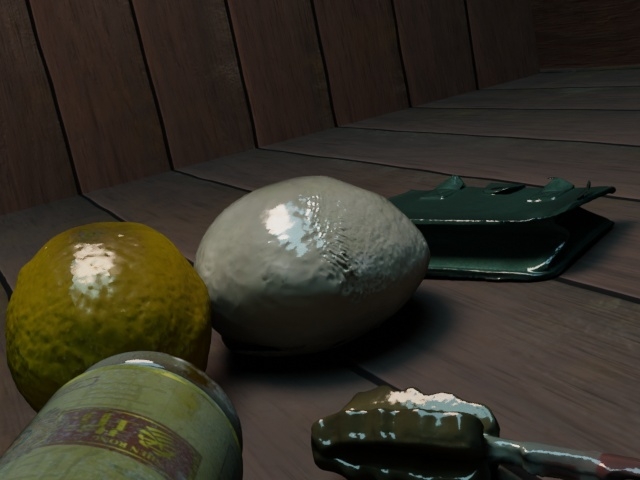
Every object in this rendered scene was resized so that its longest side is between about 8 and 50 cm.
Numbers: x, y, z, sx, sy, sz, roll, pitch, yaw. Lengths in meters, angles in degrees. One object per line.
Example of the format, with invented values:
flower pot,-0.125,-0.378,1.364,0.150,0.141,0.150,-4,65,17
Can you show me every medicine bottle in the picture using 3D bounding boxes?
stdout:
medicine bottle,-0.136,0.186,0.478,0.151,0.151,0.322,-10,14,7

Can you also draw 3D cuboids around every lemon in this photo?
lemon,-0.207,0.085,0.838,0.204,0.204,0.260,-14,28,-8

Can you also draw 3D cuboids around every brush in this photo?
brush,0.139,0.149,0.593,0.301,0.071,0.084,2,16,28

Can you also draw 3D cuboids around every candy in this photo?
candy,-0.011,0.017,0.963,0.295,0.185,0.295,-12,12,3

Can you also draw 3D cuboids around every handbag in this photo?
handbag,0.209,-0.026,1.157,0.326,0.089,0.238,0,17,38
